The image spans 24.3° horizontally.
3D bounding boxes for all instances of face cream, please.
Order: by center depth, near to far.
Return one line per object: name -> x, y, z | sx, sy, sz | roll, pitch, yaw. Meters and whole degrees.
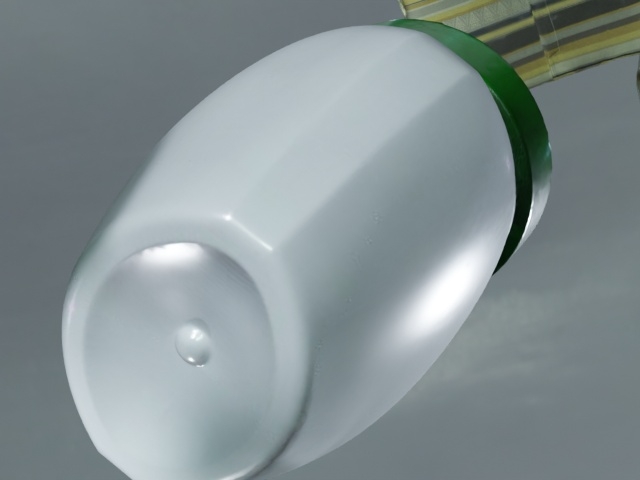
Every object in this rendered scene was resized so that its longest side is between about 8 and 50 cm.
face cream -> 0.000, 0.000, 0.987 | 0.357, 0.219, 0.312 | -39, 164, -53

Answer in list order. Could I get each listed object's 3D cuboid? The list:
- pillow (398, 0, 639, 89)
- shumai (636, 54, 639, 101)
pillow -> 0.163, -0.229, 1.248 | 0.208, 0.212, 0.052 | -18, -169, 7
shumai -> 0.539, -0.169, 1.498 | 0.395, 0.395, 0.348 | -35, 178, 33
